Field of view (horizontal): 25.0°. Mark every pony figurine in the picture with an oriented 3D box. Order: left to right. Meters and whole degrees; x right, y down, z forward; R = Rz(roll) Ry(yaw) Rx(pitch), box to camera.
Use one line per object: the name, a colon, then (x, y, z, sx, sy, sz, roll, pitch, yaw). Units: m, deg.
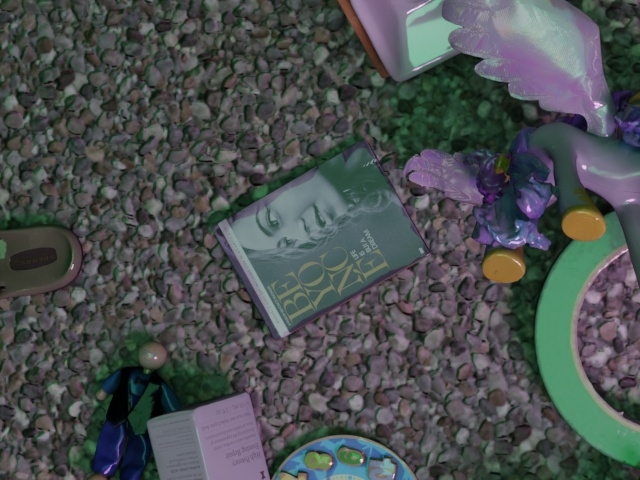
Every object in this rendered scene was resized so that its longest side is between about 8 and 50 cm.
pony figurine: (0.273, -0.091, 1.588, 0.351, 0.363, 0.302, 14, 129, 3)

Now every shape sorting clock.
shape sorting clock: (0.029, 0.340, 1.755, 0.206, 0.040, 0.206, 0, 89, 7)

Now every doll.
doll: (-0.226, 0.217, 1.787, 0.129, 0.046, 0.189, 13, 85, 17)

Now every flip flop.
flip flop: (-0.434, 0.043, 1.800, 0.277, 0.080, 0.112, -12, 88, 7)

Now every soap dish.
soap dish: (0.158, -0.328, 1.657, 0.291, 0.229, 0.118, -28, 60, 6)

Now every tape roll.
tape roll: (0.411, 0.109, 1.688, 0.321, 0.077, 0.321, 0, 90, 8)

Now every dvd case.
dvd case: (0.000, 0.000, 1.773, 0.221, 0.018, 0.164, -30, 86, 7)

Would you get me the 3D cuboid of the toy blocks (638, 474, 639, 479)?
toy blocks: (0.429, 0.472, 1.649, 0.261, 0.191, 0.381, 17, 93, -4)

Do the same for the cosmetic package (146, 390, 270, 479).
cosmetic package: (-0.120, 0.308, 1.728, 0.086, 0.117, 0.231, -17, 87, 35)
